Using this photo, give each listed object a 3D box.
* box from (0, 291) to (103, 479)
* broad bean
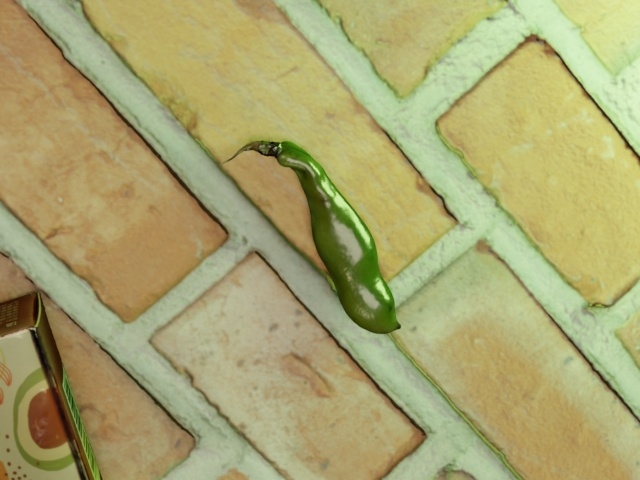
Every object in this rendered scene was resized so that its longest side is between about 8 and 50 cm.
[{"bbox_3d":[-0.479,0.284,1.826,0.385,0.122,0.345,-16,112,-5],"label":"box"},{"bbox_3d":[0.009,-0.007,1.854,0.098,0.056,0.318,-37,107,10],"label":"broad bean"}]
